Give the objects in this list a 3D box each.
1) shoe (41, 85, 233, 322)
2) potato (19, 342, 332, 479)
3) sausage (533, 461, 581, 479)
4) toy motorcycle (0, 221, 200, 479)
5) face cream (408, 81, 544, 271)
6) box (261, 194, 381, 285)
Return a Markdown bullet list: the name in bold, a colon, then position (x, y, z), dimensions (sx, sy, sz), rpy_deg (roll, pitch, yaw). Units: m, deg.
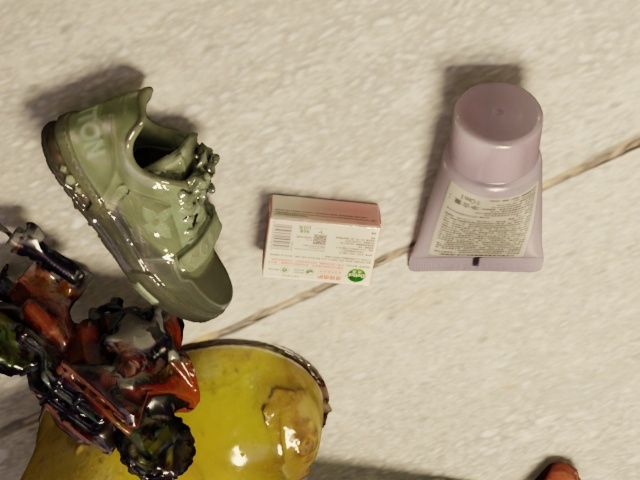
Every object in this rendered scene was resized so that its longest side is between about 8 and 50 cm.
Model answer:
- **shoe**: position (-0.153, -0.037, 1.462), dimensions (0.149, 0.109, 0.293), rpy_deg (-25, 121, 26)
- **potato**: position (-0.184, 0.329, 1.660), dimensions (0.397, 0.296, 0.290), rpy_deg (-4, 132, 5)
- **sausage**: position (0.304, 0.328, 1.805), dimensions (0.054, 0.059, 0.094), rpy_deg (35, 127, 1)
- **toy motorcycle**: position (-0.282, 0.091, 1.547), dimensions (0.401, 0.207, 0.134), rpy_deg (36, 136, -7)
- **face cream**: position (0.179, -0.046, 1.485), dimensions (0.154, 0.096, 0.274), rpy_deg (-2, 143, -2)
- **box**: position (0.000, 0.000, 1.540), dimensions (0.125, 0.043, 0.089), rpy_deg (6, 129, -6)
